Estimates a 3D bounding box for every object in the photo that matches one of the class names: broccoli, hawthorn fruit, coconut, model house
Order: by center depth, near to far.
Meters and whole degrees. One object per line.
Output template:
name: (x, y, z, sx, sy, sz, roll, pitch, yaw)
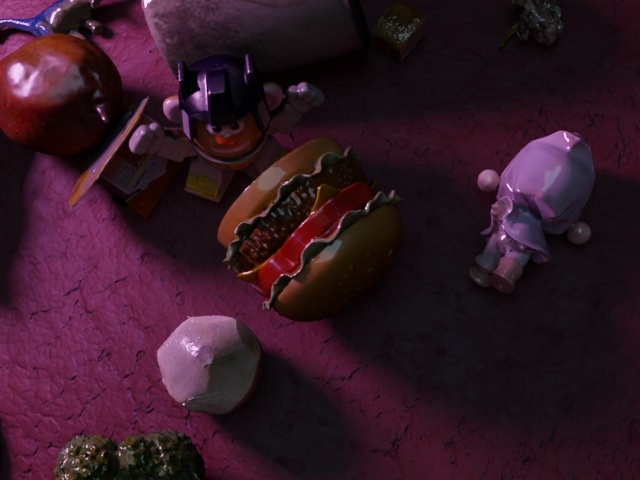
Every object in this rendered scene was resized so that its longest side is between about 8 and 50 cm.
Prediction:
broccoli: (-0.260, 0.430, 1.278, 0.254, 0.186, 0.302, 2, 70, -35)
coconut: (-0.169, 0.190, 1.330, 0.161, 0.162, 0.161, -2, 74, 5)
hawthorn fruit: (-0.419, -0.235, 1.443, 0.248, 0.208, 0.208, 18, 76, 35)
model house: (-0.308, -0.112, 1.447, 0.136, 0.207, 0.219, 35, 78, -24)

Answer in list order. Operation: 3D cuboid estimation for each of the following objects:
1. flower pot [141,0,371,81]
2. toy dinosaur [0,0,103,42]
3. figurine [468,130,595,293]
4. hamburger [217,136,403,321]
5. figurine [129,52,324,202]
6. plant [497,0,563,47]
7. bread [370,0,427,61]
flower pot: (-0.112, -0.411, 1.436, 0.330, 0.293, 0.293, -16, 74, 8)
toy dinosaur: (-0.482, -0.433, 1.587, 0.188, 0.075, 0.247, 34, 87, 21)
figurine: (0.330, -0.045, 1.357, 0.200, 0.133, 0.276, 30, 81, 10)
hamburger: (0.000, 0.000, 1.311, 0.274, 0.274, 0.212, -40, 76, -5)
figurine: (-0.149, -0.185, 1.364, 0.308, 0.308, 0.143, -37, 64, -4)
plant: (0.356, -0.377, 1.487, 0.122, 0.104, 0.116, -32, 31, 28)
bread: (0.135, -0.362, 1.493, 0.070, 0.076, 0.083, 35, 82, 10)
